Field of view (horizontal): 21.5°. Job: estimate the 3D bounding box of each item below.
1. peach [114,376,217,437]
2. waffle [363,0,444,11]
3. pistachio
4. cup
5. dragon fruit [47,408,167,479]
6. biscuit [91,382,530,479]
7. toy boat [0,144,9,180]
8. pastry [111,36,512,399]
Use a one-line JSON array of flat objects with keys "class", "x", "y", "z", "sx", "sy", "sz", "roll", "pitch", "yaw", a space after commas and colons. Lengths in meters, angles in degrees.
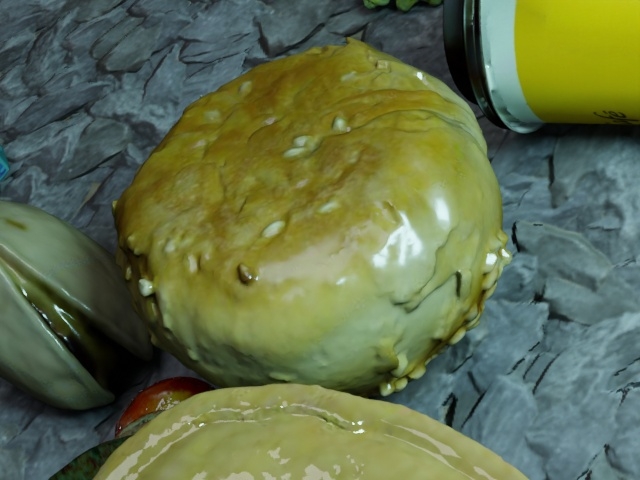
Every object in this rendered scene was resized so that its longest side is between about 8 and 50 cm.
[{"class": "peach", "x": -0.117, "y": 0.137, "z": 1.277, "sx": 0.083, "sy": 0.050, "sz": 0.077, "roll": -17, "pitch": 41, "yaw": 26}, {"class": "waffle", "x": 0.080, "y": -0.298, "z": 1.496, "sx": 0.169, "sy": 0.183, "sz": 0.036, "roll": -16, "pitch": 3, "yaw": 23}, {"class": "pistachio", "x": -0.237, "y": 0.048, "z": 1.384, "sx": 0.238, "sy": 0.153, "sz": 0.137, "roll": 34, "pitch": 82, "yaw": 21}, {"class": "cup", "x": 0.239, "y": -0.163, "z": 1.234, "sx": 0.280, "sy": 0.196, "sz": 0.196, "roll": 11, "pitch": 57, "yaw": 30}, {"class": "dragon fruit", "x": -0.094, "y": 0.217, "z": 1.117, "sx": 0.268, "sy": 0.130, "sz": 0.295, "roll": -36, "pitch": 41, "yaw": -13}, {"class": "biscuit", "x": -0.002, "y": 0.264, "z": 0.938, "sx": 0.385, "sy": 0.062, "sz": 0.365, "roll": 29, "pitch": 69, "yaw": 21}, {"class": "toy boat", "x": -0.400, "y": -0.066, "z": 1.632, "sx": 0.175, "sy": 0.110, "sz": 0.091, "roll": -34, "pitch": 39, "yaw": 4}, {"class": "pastry", "x": 0.000, "y": 0.000, "z": 1.223, "sx": 0.284, "sy": 0.184, "sz": 0.315, "roll": -28, "pitch": 35, "yaw": -2}]
